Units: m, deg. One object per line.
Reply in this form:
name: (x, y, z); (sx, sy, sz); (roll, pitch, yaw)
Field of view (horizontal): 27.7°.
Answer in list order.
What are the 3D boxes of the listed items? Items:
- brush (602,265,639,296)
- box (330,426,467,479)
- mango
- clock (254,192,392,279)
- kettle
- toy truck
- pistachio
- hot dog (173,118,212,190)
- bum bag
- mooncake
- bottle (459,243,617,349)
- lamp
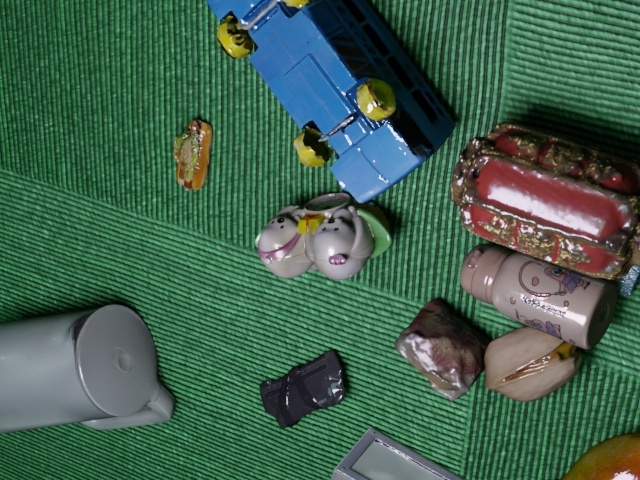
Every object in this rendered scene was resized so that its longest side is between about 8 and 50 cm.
brush: (0.344, 0.012, 1.776); (0.196, 0.021, 0.070); (29, 128, 19)
box: (0.138, 0.406, 2.052); (0.225, 0.129, 0.086); (27, 127, 17)
mango: (0.415, 0.370, 1.863); (0.146, 0.129, 0.289); (41, 138, 4)
clock: (0.000, 0.000, 1.905); (0.231, 0.144, 0.103); (-2, 112, 34)
kettle: (-0.451, 0.252, 2.297); (0.318, 0.205, 0.265); (-13, 105, 34)
toy truck: (0.006, -0.245, 1.754); (0.161, 0.162, 0.385); (-36, 92, 40)
pistachio: (0.299, 0.170, 1.833); (0.113, 0.113, 0.149); (52, 134, -3)
hot dog: (-0.202, -0.133, 2.025); (0.056, 0.041, 0.133); (26, 126, 18)
bum bag: (-0.024, 0.246, 2.122); (0.198, 0.049, 0.087); (-31, 72, 40)
mooncake: (0.181, 0.156, 1.888); (0.130, 0.125, 0.073); (38, 125, 5)
bottle: (0.295, 0.071, 1.785); (0.209, 0.097, 0.110); (23, 166, 31)
lamp: (0.306, -0.051, 1.662); (0.274, 0.177, 0.177); (19, 124, 22)
